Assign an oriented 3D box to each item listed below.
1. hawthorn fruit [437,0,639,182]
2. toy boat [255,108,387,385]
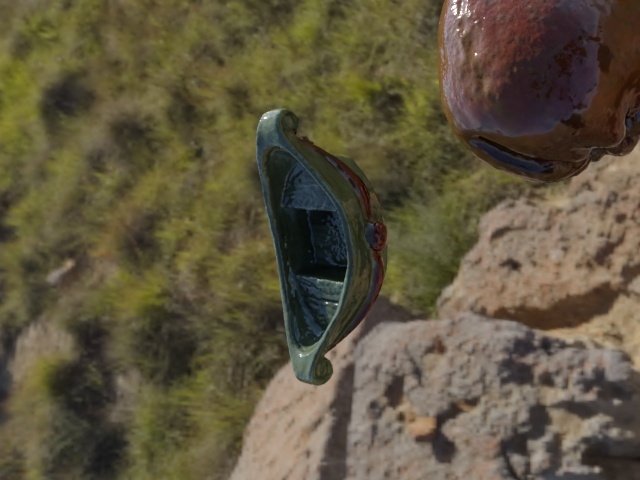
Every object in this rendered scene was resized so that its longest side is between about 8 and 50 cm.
[{"bbox_3d":[0.239,-0.216,1.147,0.277,0.277,0.298,-31,78,45],"label":"hawthorn fruit"},{"bbox_3d":[0.001,0.000,0.714,0.089,0.071,0.185,4,108,45],"label":"toy boat"}]
